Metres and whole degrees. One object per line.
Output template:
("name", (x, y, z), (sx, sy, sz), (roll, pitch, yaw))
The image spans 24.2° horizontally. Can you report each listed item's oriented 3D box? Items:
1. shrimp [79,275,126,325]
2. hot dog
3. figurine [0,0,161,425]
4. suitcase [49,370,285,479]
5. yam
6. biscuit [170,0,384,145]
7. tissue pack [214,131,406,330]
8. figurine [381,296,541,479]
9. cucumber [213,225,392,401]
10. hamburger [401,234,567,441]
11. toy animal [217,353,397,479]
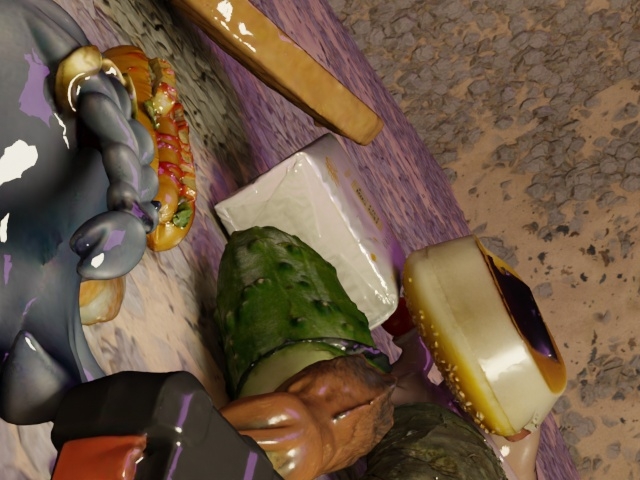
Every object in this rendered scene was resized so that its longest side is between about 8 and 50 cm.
("shrimp", (-0.208, -0.084, 0.965), (0.317, 0.062, 0.164), (62, 6, -22))
("hot dog", (-0.143, -0.090, 1.238), (0.104, 0.076, 0.250), (53, 15, -33))
("figurine", (-0.165, -0.004, 0.689), (0.265, 0.197, 0.175), (61, -15, 19))
("suitcase", (-0.060, 0.217, 0.588), (0.206, 0.066, 0.285), (52, 38, -41))
("yam", (0.096, 0.243, 1.332), (0.154, 0.154, 0.254), (61, 9, -4))
("biscuit", (-0.097, -0.241, 1.640), (0.385, 0.062, 0.365), (38, 7, -38))
("tissue pack", (0.000, 0.000, 1.537), (0.185, 0.124, 0.225), (58, 10, -4))
("figurine", (0.137, 0.200, 1.541), (0.287, 0.186, 0.176), (51, 8, -8))
("cucumber", (-0.036, 0.061, 1.251), (0.134, 0.134, 0.244), (53, 6, -39))
("hamburger", (0.154, 0.094, 1.443), (0.173, 0.116, 0.210), (38, 24, -48))
("toy animal", (-0.034, 0.130, 0.963), (0.097, 0.157, 0.312), (61, 9, 6))
